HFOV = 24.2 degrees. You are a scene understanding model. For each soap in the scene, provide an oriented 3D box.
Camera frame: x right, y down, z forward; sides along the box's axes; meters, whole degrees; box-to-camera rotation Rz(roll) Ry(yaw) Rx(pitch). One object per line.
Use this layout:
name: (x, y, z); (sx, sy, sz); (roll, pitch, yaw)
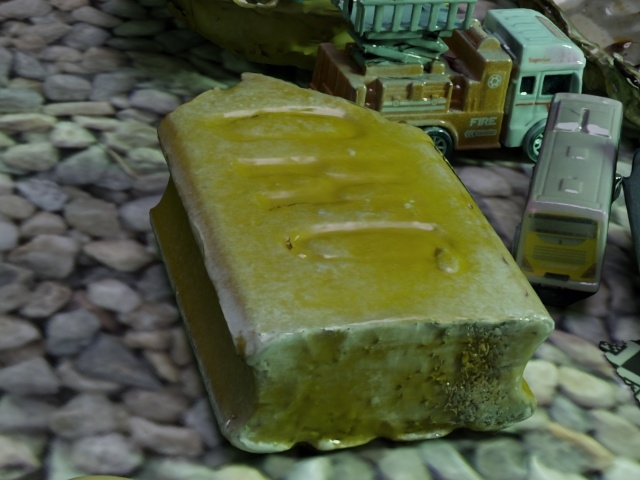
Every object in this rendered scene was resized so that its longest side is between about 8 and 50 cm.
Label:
soap: (0.000, 0.000, 0.798); (0.160, 0.080, 0.257); (-3, 34, -18)

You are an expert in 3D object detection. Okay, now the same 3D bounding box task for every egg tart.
egg tart: (-0.023, -0.188, 1.076); (0.290, 0.107, 0.291); (5, 27, -3)

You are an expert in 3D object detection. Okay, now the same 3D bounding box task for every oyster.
oyster: (0.216, -0.165, 1.118); (0.128, 0.079, 0.345); (-6, 42, -22)

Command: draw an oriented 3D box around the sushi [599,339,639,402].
sushi: (0.226, 0.076, 0.779); (0.120, 0.026, 0.126); (-3, 33, -16)

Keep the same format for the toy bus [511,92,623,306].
toy bus: (0.150, -0.030, 0.889); (0.057, 0.072, 0.172); (9, 31, 10)

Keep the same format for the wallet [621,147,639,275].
wallet: (0.278, -0.006, 0.845); (0.202, 0.059, 0.141); (5, 44, -3)

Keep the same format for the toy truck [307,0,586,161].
toy truck: (0.087, -0.113, 0.966); (0.177, 0.115, 0.080); (-4, 34, -22)

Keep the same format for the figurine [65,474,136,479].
figurine: (-0.035, 0.159, 0.522); (0.196, 0.108, 0.114); (20, 37, 8)
